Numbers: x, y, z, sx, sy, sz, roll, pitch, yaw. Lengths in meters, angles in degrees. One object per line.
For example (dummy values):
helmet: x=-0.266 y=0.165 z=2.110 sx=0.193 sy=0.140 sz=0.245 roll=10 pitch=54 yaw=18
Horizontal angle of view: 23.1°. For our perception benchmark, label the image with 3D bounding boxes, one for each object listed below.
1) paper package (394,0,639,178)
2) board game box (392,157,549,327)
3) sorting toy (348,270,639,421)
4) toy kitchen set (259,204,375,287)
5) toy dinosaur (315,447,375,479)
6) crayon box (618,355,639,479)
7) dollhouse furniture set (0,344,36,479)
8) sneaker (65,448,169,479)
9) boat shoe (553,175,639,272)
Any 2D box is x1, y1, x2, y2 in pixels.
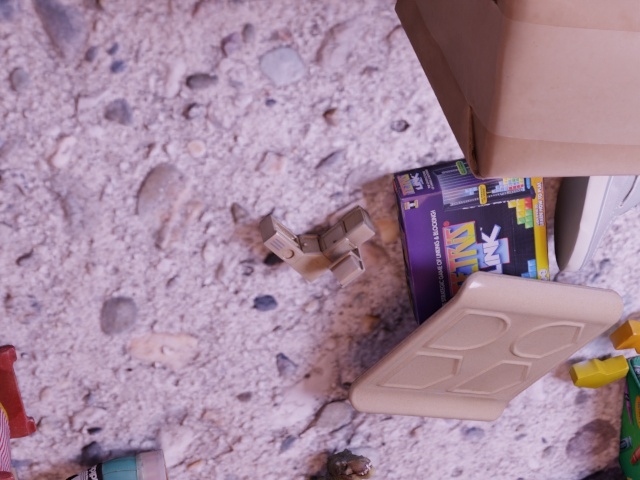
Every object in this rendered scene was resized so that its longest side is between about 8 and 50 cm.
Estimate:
paper package: x=0.250 y=-0.192 z=1.249 sx=0.324 sy=0.309 sz=0.168 roll=-2 pitch=124 yaw=-11
board game box: x=0.151 y=-0.002 z=1.546 sx=0.141 sy=0.048 sz=0.170 roll=-13 pitch=129 yaw=-3
sorting toy: x=0.206 y=0.113 z=1.631 sx=0.307 sy=0.041 sz=0.229 roll=8 pitch=140 yaw=-34
toy kitchen set: x=0.000 y=0.000 z=1.502 sx=0.083 sy=0.068 sz=0.075 roll=-38 pitch=125 yaw=17
toy dinosaur: x=0.007 y=0.334 z=1.772 sx=0.118 sy=0.064 sz=0.268 roll=30 pitch=118 yaw=-14
crayon box: x=0.482 y=0.195 z=1.747 sx=0.278 sy=0.081 sz=0.165 roll=-8 pitch=128 yaw=-5
dollhouse furniture set: x=-0.348 y=0.313 z=1.590 sx=0.152 sy=0.201 sz=0.374 roll=-10 pitch=128 yaw=-4
sneaker: x=-0.214 y=0.359 z=1.722 sx=0.121 sy=0.108 sz=0.302 roll=-7 pitch=121 yaw=-5
boat shoe: x=0.287 y=-0.062 z=1.506 sx=0.081 sy=0.079 sz=0.228 roll=6 pitch=123 yaw=-11
